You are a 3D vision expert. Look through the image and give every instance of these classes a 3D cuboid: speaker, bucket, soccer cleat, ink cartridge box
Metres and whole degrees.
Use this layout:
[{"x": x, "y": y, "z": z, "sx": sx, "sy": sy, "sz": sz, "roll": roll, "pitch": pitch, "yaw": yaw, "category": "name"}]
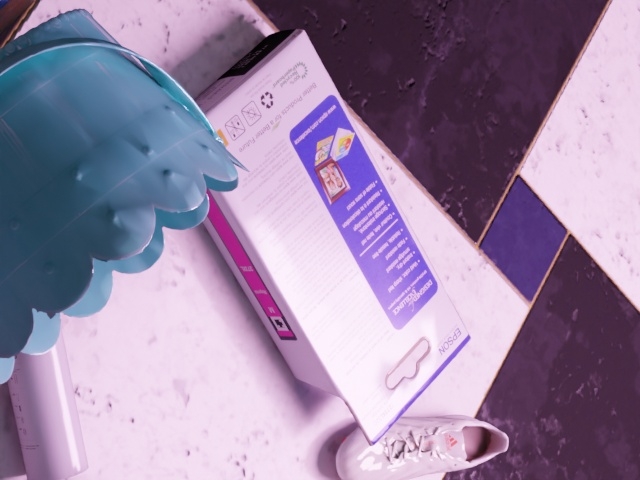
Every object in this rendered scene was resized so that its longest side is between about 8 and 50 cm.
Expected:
[{"x": -0.236, "y": 0.135, "z": 1.548, "sx": 0.055, "sy": 0.055, "sz": 0.136, "roll": -16, "pitch": 98, "yaw": -39, "category": "speaker"}, {"x": -0.214, "y": -0.036, "z": 1.418, "sx": 0.183, "sy": 0.281, "sz": 0.281, "roll": 49, "pitch": 57, "yaw": 0, "category": "bucket"}, {"x": 0.101, "y": 0.205, "z": 1.816, "sx": 0.196, "sy": 0.076, "sz": 0.068, "roll": -6, "pitch": 93, "yaw": -40, "category": "soccer cleat"}, {"x": 0.000, "y": 0.000, "z": 1.746, "sx": 0.176, "sy": 0.069, "sz": 0.371, "roll": -44, "pitch": 113, "yaw": -33, "category": "ink cartridge box"}]

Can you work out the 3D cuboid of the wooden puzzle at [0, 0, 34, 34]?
[{"x": -0.245, "y": -0.336, "z": 1.354, "sx": 0.348, "sy": 0.080, "sz": 0.322, "roll": -53, "pitch": 132, "yaw": -28, "category": "wooden puzzle"}]
